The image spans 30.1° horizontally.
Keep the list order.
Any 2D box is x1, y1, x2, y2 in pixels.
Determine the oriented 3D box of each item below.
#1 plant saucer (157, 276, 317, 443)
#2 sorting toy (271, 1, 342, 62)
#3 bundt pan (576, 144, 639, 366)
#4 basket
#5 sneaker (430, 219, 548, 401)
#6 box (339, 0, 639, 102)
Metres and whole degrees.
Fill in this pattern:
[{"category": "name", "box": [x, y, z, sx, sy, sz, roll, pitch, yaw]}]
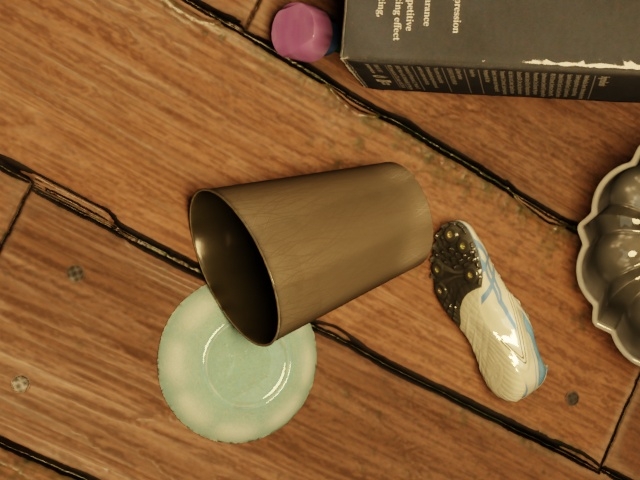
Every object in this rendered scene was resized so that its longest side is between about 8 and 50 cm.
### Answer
[{"category": "plant saucer", "box": [-0.089, 0.139, 1.367, 0.195, 0.037, 0.195, 0, 91, -20]}, {"category": "sorting toy", "box": [0.018, -0.386, 1.382, 0.126, 0.127, 0.365, 0, 94, -51]}, {"category": "bundt pan", "box": [0.489, 0.009, 1.480, 0.331, 0.124, 0.331, 4, 105, 16]}, {"category": "basket", "box": [0.000, 0.000, 1.334, 0.227, 0.204, 0.154, -17, 137, -27]}, {"category": "sneaker", "box": [0.208, 0.081, 1.465, 0.086, 0.085, 0.237, -30, 99, -45]}, {"category": "box", "box": [0.238, -0.315, 1.305, 0.395, 0.212, 0.293, 5, 89, 11]}]
